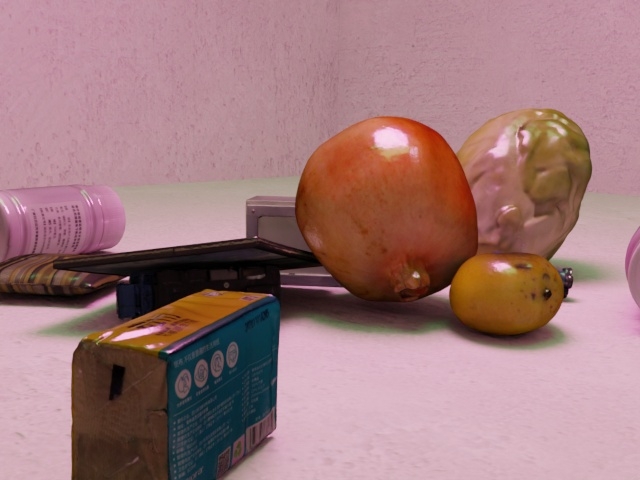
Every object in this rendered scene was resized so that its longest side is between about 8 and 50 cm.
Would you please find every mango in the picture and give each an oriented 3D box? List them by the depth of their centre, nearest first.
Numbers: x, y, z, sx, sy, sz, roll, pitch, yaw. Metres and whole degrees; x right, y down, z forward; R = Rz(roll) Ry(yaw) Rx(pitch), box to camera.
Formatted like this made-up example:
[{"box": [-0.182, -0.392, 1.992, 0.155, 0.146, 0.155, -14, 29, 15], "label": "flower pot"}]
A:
[{"box": [0.223, 0.061, 1.037, 0.137, 0.098, 0.195, -4, 3, -1], "label": "mango"}]

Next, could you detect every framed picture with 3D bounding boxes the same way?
[{"box": [-0.148, 0.030, 1.121, 0.265, 0.016, 0.347, -6, -7, 14], "label": "framed picture"}]

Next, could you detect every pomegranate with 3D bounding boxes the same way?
[{"box": [0.092, -0.026, 1.105, 0.229, 0.252, 0.270, -24, 49, 5], "label": "pomegranate"}]

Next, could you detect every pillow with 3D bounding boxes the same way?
[{"box": [-0.391, 0.048, 1.227, 0.212, 0.052, 0.208, 3, 5, 8], "label": "pillow"}]

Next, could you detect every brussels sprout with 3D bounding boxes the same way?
[{"box": [0.316, -0.065, 1.394, 0.242, 0.317, 0.274, 31, -12, -3], "label": "brussels sprout"}]

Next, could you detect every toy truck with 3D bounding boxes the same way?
[{"box": [-0.154, 0.071, 1.054, 0.201, 0.074, 0.088, -4, 0, -22], "label": "toy truck"}]

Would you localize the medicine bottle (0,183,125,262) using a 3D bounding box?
[{"box": [-0.481, -0.032, 1.490, 0.133, 0.133, 0.249, 6, 11, 35], "label": "medicine bottle"}]

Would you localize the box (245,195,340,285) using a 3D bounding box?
[{"box": [0.000, 0.000, 1.310, 0.225, 0.130, 0.086, 2, 9, 8], "label": "box"}]

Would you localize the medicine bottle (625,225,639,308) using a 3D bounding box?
[{"box": [0.475, 0.027, 1.088, 0.152, 0.152, 0.254, 5, 9, 26], "label": "medicine bottle"}]

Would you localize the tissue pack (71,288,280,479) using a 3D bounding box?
[{"box": [-0.099, 0.108, 0.609, 0.082, 0.120, 0.169, 6, 11, 21], "label": "tissue pack"}]

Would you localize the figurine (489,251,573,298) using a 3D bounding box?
[{"box": [0.286, 0.059, 1.195, 0.136, 0.077, 0.079, 16, 45, 6], "label": "figurine"}]
